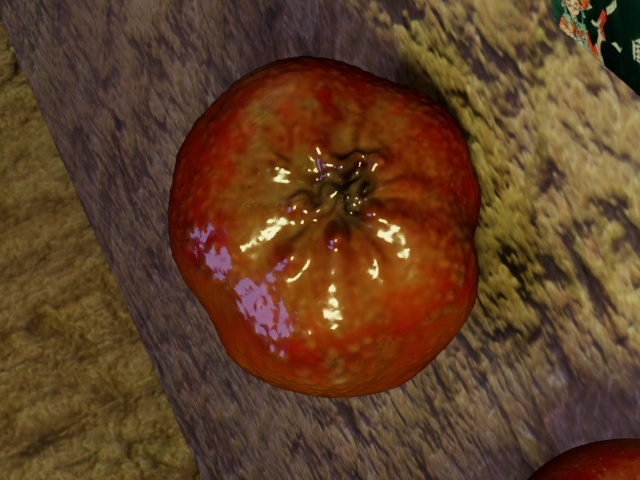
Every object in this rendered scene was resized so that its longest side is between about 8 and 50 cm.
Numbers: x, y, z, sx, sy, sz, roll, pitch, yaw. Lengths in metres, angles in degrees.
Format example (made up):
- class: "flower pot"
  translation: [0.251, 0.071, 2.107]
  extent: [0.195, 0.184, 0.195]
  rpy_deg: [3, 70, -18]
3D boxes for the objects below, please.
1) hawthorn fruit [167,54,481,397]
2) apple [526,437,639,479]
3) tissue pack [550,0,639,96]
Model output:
- class: "hawthorn fruit"
  translation: [0.000, 0.000, 1.567]
  extent: [0.330, 0.287, 0.287]
  rpy_deg: [113, 135, -74]
- class: "apple"
  translation: [0.216, 0.246, 1.244]
  extent: [0.218, 0.218, 0.201]
  rpy_deg: [54, 163, 41]
- class: "tissue pack"
  translation: [0.211, -0.129, 1.012]
  extent: [0.170, 0.103, 0.090]
  rpy_deg: [50, 162, 50]
